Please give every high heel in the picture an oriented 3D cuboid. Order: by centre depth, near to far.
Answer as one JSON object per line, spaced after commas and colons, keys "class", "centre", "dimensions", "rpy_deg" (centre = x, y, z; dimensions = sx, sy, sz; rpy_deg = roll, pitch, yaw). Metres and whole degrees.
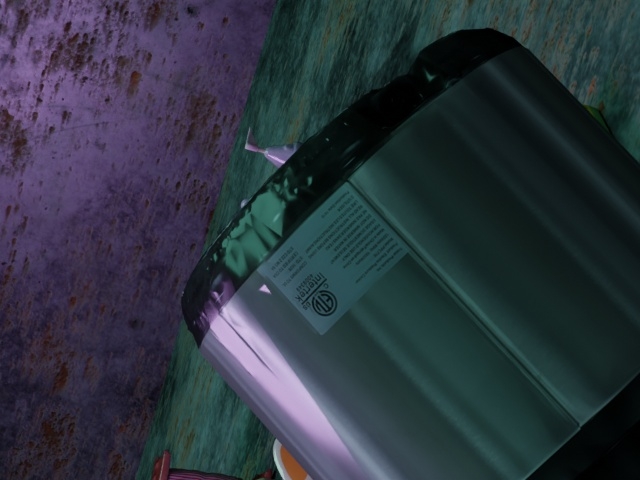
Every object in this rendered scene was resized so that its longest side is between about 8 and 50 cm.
{"class": "high heel", "centre": [-0.036, 0.320, 2.346], "dimensions": [0.117, 0.082, 0.244], "rpy_deg": [75, 180, -54]}

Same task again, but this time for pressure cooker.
{"class": "pressure cooker", "centre": [0.142, 0.094, 1.142], "dimensions": [0.375, 0.420, 0.370], "rpy_deg": [-37, -10, -34]}

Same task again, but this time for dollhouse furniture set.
{"class": "dollhouse furniture set", "centre": [-0.163, 0.434, 2.423], "dimensions": [0.374, 0.201, 0.152], "rpy_deg": [139, 141, -68]}

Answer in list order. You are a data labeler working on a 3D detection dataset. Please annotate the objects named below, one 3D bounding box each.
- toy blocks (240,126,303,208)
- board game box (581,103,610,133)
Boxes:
{"class": "toy blocks", "centre": [0.000, 0.000, 2.069], "dimensions": [0.309, 0.260, 0.289], "rpy_deg": [129, 150, -59]}
{"class": "board game box", "centre": [0.262, 0.023, 1.486], "dimensions": [0.317, 0.046, 0.213], "rpy_deg": [-99, 27, -56]}
